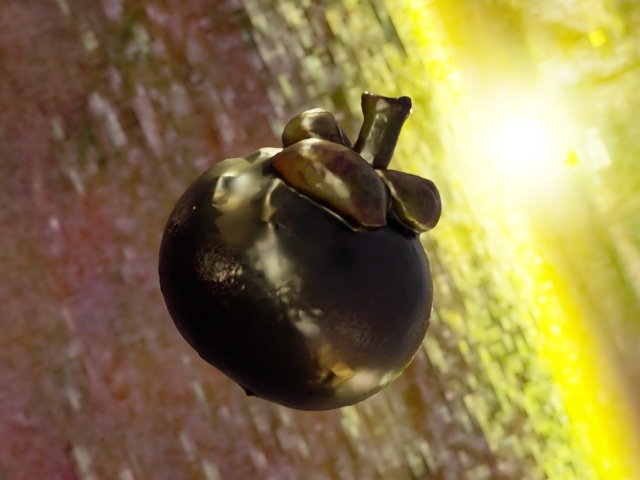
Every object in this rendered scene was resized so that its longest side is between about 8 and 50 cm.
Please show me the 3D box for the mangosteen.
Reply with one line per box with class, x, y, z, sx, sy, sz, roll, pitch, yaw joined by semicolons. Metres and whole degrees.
mangosteen;0.000;0.000;1.278;0.211;0.250;0.211;32;2;-1
